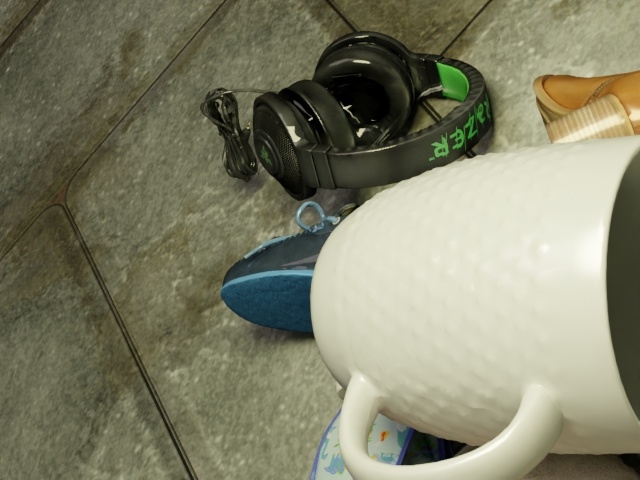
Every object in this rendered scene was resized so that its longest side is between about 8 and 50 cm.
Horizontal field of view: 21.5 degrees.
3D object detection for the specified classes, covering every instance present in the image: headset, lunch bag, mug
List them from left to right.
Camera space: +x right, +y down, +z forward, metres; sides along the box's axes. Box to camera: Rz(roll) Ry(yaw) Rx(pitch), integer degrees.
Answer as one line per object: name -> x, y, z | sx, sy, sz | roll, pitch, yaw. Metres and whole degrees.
headset -> 0.019, -0.125, 1.980 | 0.394, 0.185, 0.243 | 11, 38, 38
lunch bag -> 0.061, 0.233, 1.707 | 0.129, 0.096, 0.151 | -10, 66, 44
mug -> 0.150, 0.086, 1.503 | 0.328, 0.276, 0.374 | -4, 40, 35

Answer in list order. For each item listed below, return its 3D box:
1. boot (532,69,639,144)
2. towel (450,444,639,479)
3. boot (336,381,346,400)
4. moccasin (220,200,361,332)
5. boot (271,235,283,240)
boot -> 0.332, -0.146, 1.687 | 0.220, 0.109, 0.283 | -21, 5, 8
towel -> 0.204, 0.257, 1.530 | 0.187, 0.049, 0.282 | -42, 36, -10
boot -> 0.089, 0.106, 1.797 | 0.190, 0.069, 0.086 | -24, 49, 38
moccasin -> 0.049, 0.021, 1.885 | 0.342, 0.138, 0.117 | -9, 50, 28
boot -> 0.000, 0.000, 2.008 | 0.114, 0.037, 0.106 | -45, 50, 18
